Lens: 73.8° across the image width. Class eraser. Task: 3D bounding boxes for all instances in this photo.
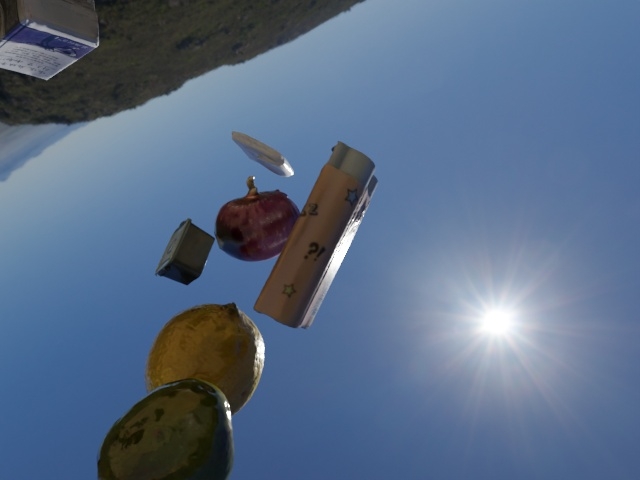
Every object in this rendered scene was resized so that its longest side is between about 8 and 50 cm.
[{"bbox_3d":[0.000,0.000,0.718,0.087,0.171,0.290,25,-96,14],"label":"eraser"}]

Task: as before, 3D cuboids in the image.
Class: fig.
[{"bbox_3d":[-0.226,0.305,0.632,0.191,0.180,0.181,-13,-162,-28],"label":"fig"}]

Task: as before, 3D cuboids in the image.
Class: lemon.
[{"bbox_3d":[-0.236,0.254,0.866,0.229,0.228,0.253,0,-128,45],"label":"lemon"}]

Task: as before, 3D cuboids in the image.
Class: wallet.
[{"bbox_3d":[-0.121,-0.180,0.920,0.031,0.124,0.183,-62,177,1],"label":"wallet"}]

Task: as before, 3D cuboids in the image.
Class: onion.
[{"bbox_3d":[-0.155,-0.030,1.001,0.207,0.200,0.200,32,-116,27],"label":"onion"}]

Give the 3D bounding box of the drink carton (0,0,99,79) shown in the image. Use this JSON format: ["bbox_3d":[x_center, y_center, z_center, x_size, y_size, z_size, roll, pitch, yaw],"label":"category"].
[{"bbox_3d":[-0.557,-0.406,0.828,0.223,0.101,0.134,-9,180,33],"label":"drink carton"}]

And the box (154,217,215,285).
[{"bbox_3d":[-0.266,0.026,0.845,0.084,0.069,0.122,-31,-143,44],"label":"box"}]
